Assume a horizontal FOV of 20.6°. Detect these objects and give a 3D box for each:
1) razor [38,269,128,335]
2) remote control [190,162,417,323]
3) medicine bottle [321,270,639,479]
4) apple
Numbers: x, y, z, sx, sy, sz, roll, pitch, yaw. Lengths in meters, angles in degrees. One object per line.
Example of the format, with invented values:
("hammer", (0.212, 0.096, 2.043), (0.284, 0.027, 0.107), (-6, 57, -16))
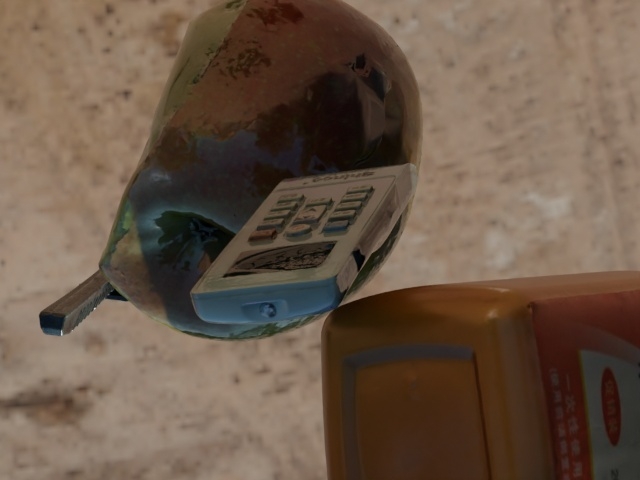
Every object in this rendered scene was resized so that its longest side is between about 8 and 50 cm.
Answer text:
("razor", (-0.158, 0.038, 1.205), (0.066, 0.033, 0.190), (6, -173, 8))
("remote control", (0.000, 0.000, 0.752), (0.065, 0.166, 0.029), (-6, 108, 16))
("medicine bottle", (0.110, 0.089, 0.773), (0.112, 0.149, 0.222), (-7, 177, 41))
("apple", (-0.029, -0.041, 1.045), (0.173, 0.188, 0.207), (8, 135, 4))
